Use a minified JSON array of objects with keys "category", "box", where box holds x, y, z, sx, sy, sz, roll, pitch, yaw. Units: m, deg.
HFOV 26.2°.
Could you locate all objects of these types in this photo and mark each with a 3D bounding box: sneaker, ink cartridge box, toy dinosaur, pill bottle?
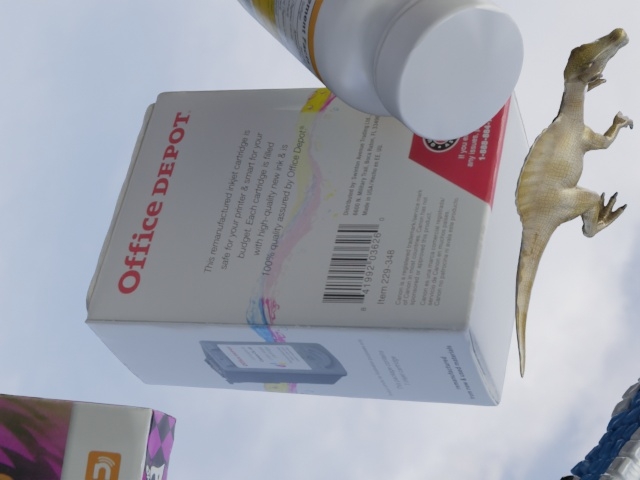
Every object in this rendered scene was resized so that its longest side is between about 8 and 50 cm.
[{"category":"sneaker","box":[0.213,0.142,0.851,0.190,0.083,0.071,-45,-170,-22]},{"category":"ink cartridge box","box":[0.000,0.000,1.083,0.306,0.131,0.226,1,-122,23]},{"category":"toy dinosaur","box":[0.123,-0.026,0.729,0.053,0.092,0.183,20,-75,29]},{"category":"pill bottle","box":[0.037,-0.174,0.997,0.136,0.136,0.246,-53,-136,11]}]

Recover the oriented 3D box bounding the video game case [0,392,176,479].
[{"category":"video game case","box":[-0.185,0.161,0.549,0.232,0.042,0.210,5,-103,10]}]
